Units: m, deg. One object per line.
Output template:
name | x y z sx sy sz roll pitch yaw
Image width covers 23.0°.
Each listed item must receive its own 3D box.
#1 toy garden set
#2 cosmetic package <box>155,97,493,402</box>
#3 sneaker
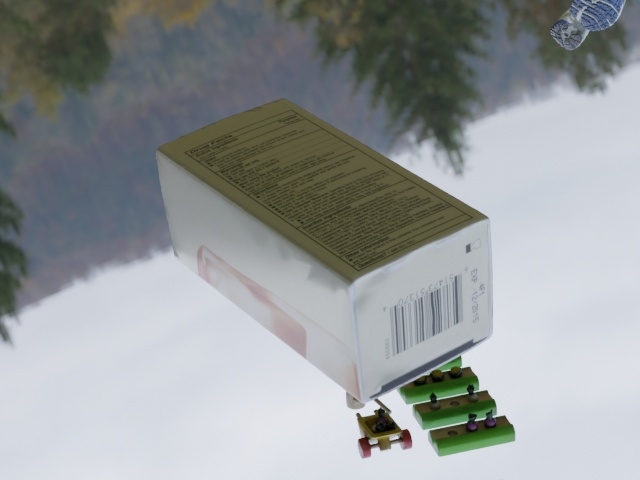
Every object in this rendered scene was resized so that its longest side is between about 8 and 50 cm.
toy garden set | 0.125 0.208 2.125 0.203 0.049 0.244 -10 -153 -13
cosmetic package | 0.000 0.000 1.374 0.153 0.129 0.296 -24 -142 -26
sneaker | 0.324 -0.280 1.876 0.058 0.052 0.135 -52 -170 -24
